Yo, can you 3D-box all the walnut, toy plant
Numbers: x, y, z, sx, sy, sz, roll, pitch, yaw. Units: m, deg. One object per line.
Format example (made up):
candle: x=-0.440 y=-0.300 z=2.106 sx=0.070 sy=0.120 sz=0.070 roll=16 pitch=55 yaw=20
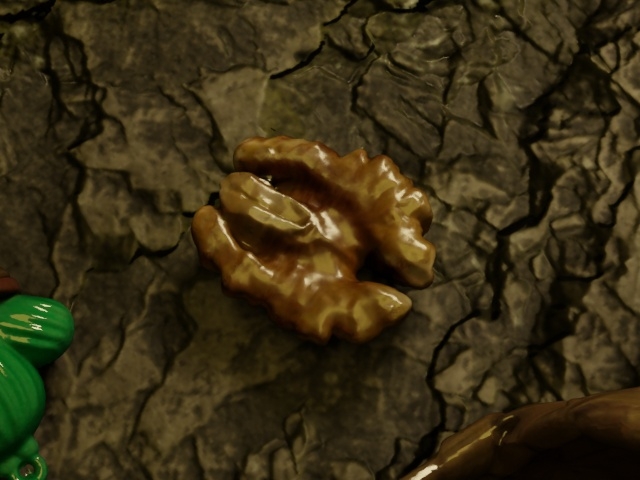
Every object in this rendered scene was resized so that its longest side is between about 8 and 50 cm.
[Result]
walnut: x=0.000 y=0.000 z=1.061 sx=0.170 sy=0.069 sz=0.143 roll=30 pitch=75 yaw=14
toy plant: x=-0.240 y=0.078 z=1.030 sx=0.143 sy=0.105 sz=0.200 roll=-42 pitch=91 yaw=-25

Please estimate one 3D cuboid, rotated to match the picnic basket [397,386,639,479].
picnic basket: x=0.127 y=0.237 z=0.811 sx=0.337 sy=0.337 sz=0.293 roll=-23 pitch=73 yaw=-6
